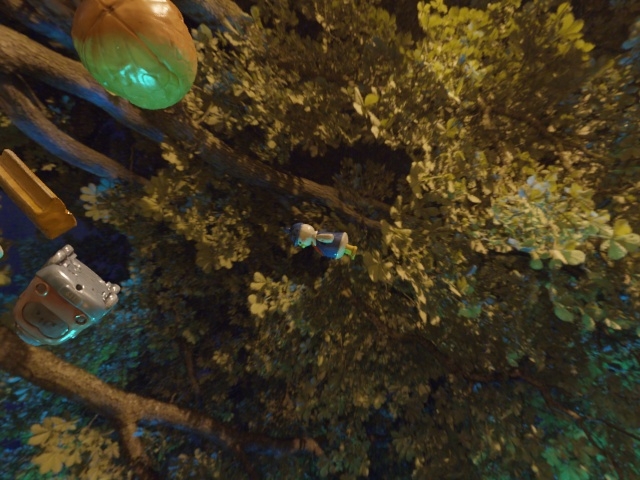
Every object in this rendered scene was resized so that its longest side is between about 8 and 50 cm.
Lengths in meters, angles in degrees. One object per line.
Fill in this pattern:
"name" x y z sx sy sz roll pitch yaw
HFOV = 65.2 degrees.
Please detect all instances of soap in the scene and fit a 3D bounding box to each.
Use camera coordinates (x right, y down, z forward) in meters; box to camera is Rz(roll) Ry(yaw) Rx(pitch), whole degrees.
"soap" -0.740 -0.101 1.304 0.257 0.160 0.080 42 -116 14

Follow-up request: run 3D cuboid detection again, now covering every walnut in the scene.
"walnut" -0.267 -0.284 0.734 0.165 0.197 0.165 0 -104 1

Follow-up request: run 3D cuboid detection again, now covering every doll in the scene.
"doll" 0.000 0.000 0.945 0.143 0.098 0.057 18 -103 2

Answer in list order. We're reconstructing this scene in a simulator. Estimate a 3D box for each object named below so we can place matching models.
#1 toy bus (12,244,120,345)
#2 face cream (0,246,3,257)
"toy bus" -0.690 0.163 1.329 0.232 0.294 0.197 -47 -70 -9
"face cream" -0.787 0.086 1.016 0.082 0.269 0.081 19 -43 18
